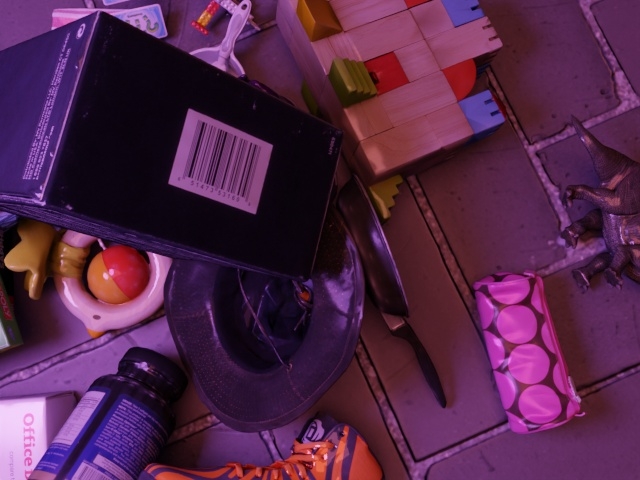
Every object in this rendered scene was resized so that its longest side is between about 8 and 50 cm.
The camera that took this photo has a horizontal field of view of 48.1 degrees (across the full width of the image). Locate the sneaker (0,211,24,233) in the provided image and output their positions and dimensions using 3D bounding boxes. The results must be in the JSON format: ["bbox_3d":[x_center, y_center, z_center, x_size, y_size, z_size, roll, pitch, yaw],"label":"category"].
[{"bbox_3d":[-0.384,-0.080,0.937,0.125,0.261,0.104,-19,120,15],"label":"sneaker"}]

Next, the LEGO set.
[{"bbox_3d":[-0.187,-0.372,0.997,0.244,0.182,0.060,-15,37,-10],"label":"LEGO set"}]

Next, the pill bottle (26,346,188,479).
[{"bbox_3d":[-0.259,0.248,0.899,0.123,0.122,0.219,24,53,6],"label":"pill bottle"}]

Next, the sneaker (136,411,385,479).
[{"bbox_3d":[-0.060,0.292,0.904,0.321,0.125,0.180,26,73,-22],"label":"sneaker"}]

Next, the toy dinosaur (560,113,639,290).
[{"bbox_3d":[0.413,-0.025,0.962,0.160,0.121,0.313,-21,76,-13],"label":"toy dinosaur"}]

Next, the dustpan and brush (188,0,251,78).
[{"bbox_3d":[-0.147,-0.242,1.027,0.147,0.060,0.211,26,86,6],"label":"dustpan and brush"}]

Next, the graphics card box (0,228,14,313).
[{"bbox_3d":[-0.563,-0.055,1.008,0.233,0.094,0.370,-5,80,2],"label":"graphics card box"}]

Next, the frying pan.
[{"bbox_3d":[0.084,0.060,0.952,0.053,0.197,0.326,-20,126,-1],"label":"frying pan"}]

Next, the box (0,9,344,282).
[{"bbox_3d":[-0.191,-0.085,0.773,0.294,0.296,0.182,5,79,48],"label":"box"}]

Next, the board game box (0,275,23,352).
[{"bbox_3d":[-0.569,0.091,0.918,0.318,0.046,0.213,-21,85,0],"label":"board game box"}]

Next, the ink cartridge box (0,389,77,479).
[{"bbox_3d":[-0.451,0.297,0.945,0.237,0.100,0.171,-6,82,2],"label":"ink cartridge box"}]

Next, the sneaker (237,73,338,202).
[{"bbox_3d":[-0.056,-0.128,0.950,0.083,0.098,0.223,-40,51,14],"label":"sneaker"}]

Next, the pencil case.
[{"bbox_3d":[0.272,0.140,0.941,0.098,0.095,0.209,-21,81,35],"label":"pencil case"}]

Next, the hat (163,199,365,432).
[{"bbox_3d":[-0.048,0.073,0.924,0.332,0.134,0.331,0,89,37],"label":"hat"}]

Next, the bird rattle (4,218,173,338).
[{"bbox_3d":[-0.287,0.016,0.994,0.254,0.143,0.206,-30,93,-15],"label":"bird rattle"}]

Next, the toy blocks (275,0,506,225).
[{"bbox_3d":[0.118,-0.247,0.978,0.261,0.191,0.381,-23,80,-12],"label":"toy blocks"}]

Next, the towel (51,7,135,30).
[{"bbox_3d":[-0.332,-0.253,1.058,0.144,0.029,0.196,1,81,2],"label":"towel"}]
